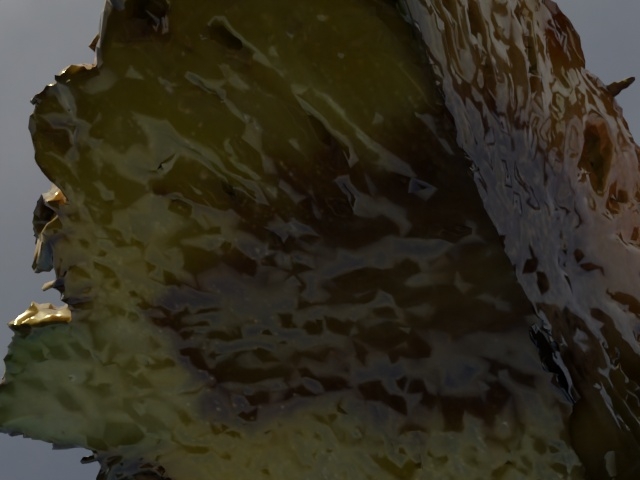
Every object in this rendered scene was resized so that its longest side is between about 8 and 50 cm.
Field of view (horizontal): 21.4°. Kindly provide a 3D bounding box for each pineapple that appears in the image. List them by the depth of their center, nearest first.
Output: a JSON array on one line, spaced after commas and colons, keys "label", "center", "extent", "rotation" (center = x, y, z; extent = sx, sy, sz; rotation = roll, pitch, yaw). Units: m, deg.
[{"label": "pineapple", "center": [-0.003, 0.001, 0.765], "extent": [0.286, 0.344, 0.209], "rotation": [-17, -164, 31]}]
